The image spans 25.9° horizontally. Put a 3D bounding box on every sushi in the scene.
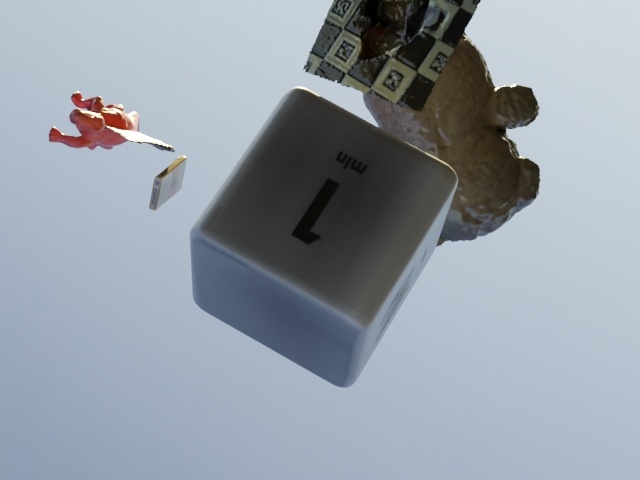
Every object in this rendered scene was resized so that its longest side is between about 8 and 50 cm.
[{"bbox_3d":[0.097,-0.245,1.482,0.193,0.210,0.040,25,178,39],"label":"sushi"}]

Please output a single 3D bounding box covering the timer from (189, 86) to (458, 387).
[{"bbox_3d":[0.000,0.000,1.378,0.194,0.192,0.195,28,-113,8],"label":"timer"}]

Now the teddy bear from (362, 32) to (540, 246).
[{"bbox_3d":[0.160,-0.132,1.739,0.267,0.236,0.151,65,-165,-4],"label":"teddy bear"}]

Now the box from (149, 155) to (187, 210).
[{"bbox_3d":[-0.191,-0.073,1.747,0.012,0.046,0.083,18,-154,10],"label":"box"}]

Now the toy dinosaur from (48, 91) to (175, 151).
[{"bbox_3d":[-0.238,-0.138,1.789,0.139,0.070,0.286,13,-178,15],"label":"toy dinosaur"}]
